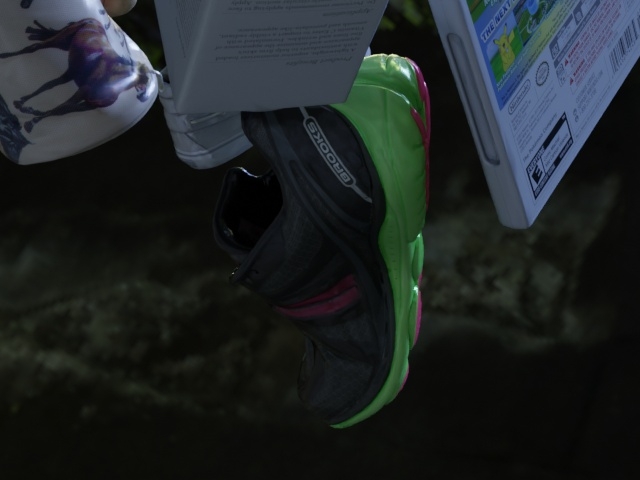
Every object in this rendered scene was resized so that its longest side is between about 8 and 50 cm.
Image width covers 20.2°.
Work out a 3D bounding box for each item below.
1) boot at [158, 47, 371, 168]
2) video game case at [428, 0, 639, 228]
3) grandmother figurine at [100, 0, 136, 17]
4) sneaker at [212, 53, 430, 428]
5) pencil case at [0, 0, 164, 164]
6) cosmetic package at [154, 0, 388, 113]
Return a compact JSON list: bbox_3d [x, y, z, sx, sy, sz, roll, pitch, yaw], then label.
[{"bbox_3d":[-0.062,-0.191,1.969,0.258,0.123,0.095,-36,-140,-20],"label":"boot"},{"bbox_3d":[0.210,-0.227,1.638,0.036,0.300,0.329,9,-133,34],"label":"video game case"},{"bbox_3d":[-0.297,-0.327,1.832,0.208,0.342,0.104,-18,-113,13],"label":"grandmother figurine"},{"bbox_3d":[0.000,0.000,1.738,0.202,0.482,0.185,3,-133,2],"label":"sneaker"},{"bbox_3d":[-0.291,-0.260,1.560,0.183,0.410,0.160,-37,-152,-18],"label":"pencil case"},{"bbox_3d":[-0.044,-0.215,1.452,0.183,0.151,0.151,117,-36,-58],"label":"cosmetic package"}]
